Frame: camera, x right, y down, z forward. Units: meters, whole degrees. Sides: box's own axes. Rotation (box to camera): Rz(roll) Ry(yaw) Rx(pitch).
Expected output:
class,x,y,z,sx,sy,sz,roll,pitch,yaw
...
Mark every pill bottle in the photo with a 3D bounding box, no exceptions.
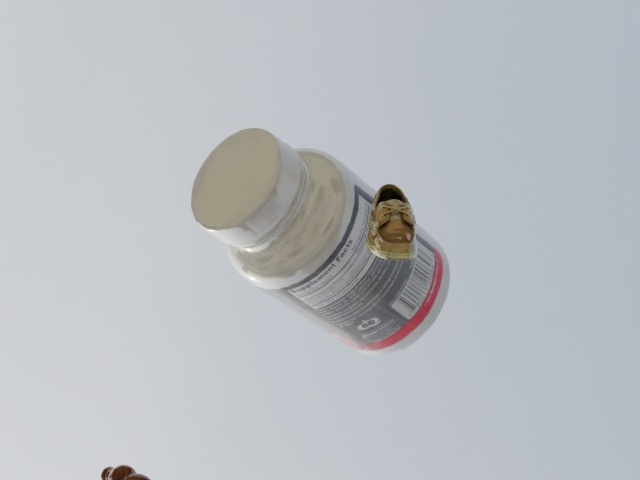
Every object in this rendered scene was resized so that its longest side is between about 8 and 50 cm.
class,x,y,z,sx,sy,sz,roll,pitch,yaw
pill bottle,0.000,0.000,1.482,0.176,0.318,0.176,-22,-130,30

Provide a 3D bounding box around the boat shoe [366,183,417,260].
class,x,y,z,sx,sy,sz,roll,pitch,yaw
boat shoe,0.070,-0.019,1.246,0.050,0.045,0.135,2,-159,-7

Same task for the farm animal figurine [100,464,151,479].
class,x,y,z,sx,sy,sz,roll,pitch,yaw
farm animal figurine,-0.153,0.402,1.262,0.172,0.326,0.330,-2,-103,52
